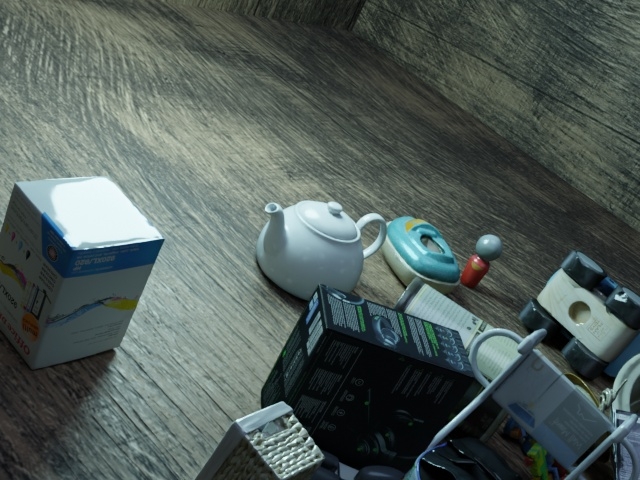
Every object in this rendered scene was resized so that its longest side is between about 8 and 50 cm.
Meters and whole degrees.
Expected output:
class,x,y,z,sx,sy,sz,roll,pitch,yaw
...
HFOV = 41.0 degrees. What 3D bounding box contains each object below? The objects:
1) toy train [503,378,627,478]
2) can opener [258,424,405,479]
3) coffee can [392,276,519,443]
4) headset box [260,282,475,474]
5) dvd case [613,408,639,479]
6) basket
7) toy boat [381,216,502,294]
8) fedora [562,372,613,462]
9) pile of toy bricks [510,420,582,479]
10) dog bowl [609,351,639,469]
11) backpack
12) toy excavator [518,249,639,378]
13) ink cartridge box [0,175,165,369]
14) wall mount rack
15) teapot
class,x,y,z,sx,sy,sz,roll,pitch,yaw
toy train,0.460,0.319,1.631,0.143,0.248,0.105,34,26,24
can opener,0.014,0.341,1.313,0.283,0.095,0.076,28,24,-15
coffee can,0.245,0.226,1.636,0.275,0.202,0.201,33,26,10
headset box,0.079,0.237,1.398,0.283,0.246,0.131,19,27,-16
dvd case,0.625,0.421,1.579,0.164,0.018,0.221,11,46,8
basket,-0.088,0.321,1.174,0.103,0.167,0.113,45,30,23
toy boat,0.303,0.028,2.129,0.318,0.148,0.267,12,29,-30
fedora,0.515,0.368,1.741,0.079,0.194,0.194,-17,39,-9
pile of toy bricks,0.398,0.384,1.542,0.118,0.212,0.105,-6,14,38
dog bowl,0.769,0.413,1.729,0.407,0.150,0.408,3,43,-3
backpack,0.216,0.425,1.221,0.276,0.213,0.263,5,47,-50
toy excavator,0.789,0.237,2.185,0.433,0.222,0.445,46,22,31
ink cartridge box,-0.384,0.046,1.313,0.171,0.233,0.168,42,31,27
wall mount rack,0.342,0.327,1.432,0.350,0.304,0.130,45,18,20
teapot,0.000,0.000,1.836,0.252,0.187,0.256,29,24,1
